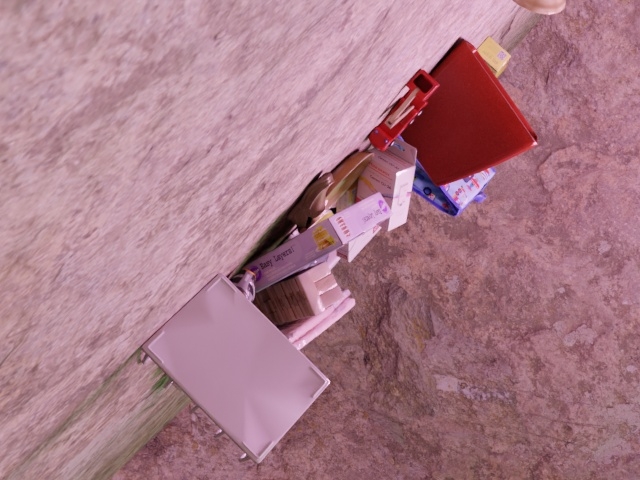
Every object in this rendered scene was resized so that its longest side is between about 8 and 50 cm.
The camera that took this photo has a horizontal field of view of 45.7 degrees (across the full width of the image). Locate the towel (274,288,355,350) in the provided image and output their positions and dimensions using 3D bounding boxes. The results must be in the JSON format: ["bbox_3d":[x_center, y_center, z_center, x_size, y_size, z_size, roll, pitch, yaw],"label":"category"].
[{"bbox_3d":[-0.118,0.221,1.771,0.331,0.054,0.317,-22,-175,34],"label":"towel"}]

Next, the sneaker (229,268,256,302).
[{"bbox_3d":[-0.178,0.129,1.540,0.083,0.084,0.215,-62,-170,-31],"label":"sneaker"}]

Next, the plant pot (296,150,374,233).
[{"bbox_3d":[0.025,-0.110,1.639,0.236,0.032,0.236,-46,176,-4],"label":"plant pot"}]

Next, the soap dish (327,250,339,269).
[{"bbox_3d":[-0.067,0.093,2.042,0.291,0.118,0.229,-43,174,-43],"label":"soap dish"}]

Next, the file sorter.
[{"bbox_3d":[-0.167,0.241,1.383,0.193,0.278,0.173,-45,180,-27],"label":"file sorter"}]

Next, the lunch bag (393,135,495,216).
[{"bbox_3d":[0.336,-0.204,2.099,0.221,0.293,0.138,-44,175,-39],"label":"lunch bag"}]

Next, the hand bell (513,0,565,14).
[{"bbox_3d":[0.432,-0.541,1.349,0.126,0.126,0.242,-44,164,-37],"label":"hand bell"}]

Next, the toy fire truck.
[{"bbox_3d":[0.165,-0.258,1.540,0.192,0.047,0.135,-47,176,19],"label":"toy fire truck"}]

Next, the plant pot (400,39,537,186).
[{"bbox_3d":[0.318,-0.270,1.729,0.235,0.267,0.267,-35,180,19],"label":"plant pot"}]

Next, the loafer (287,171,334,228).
[{"bbox_3d":[-0.010,-0.076,1.469,0.056,0.050,0.148,-46,178,-44],"label":"loafer"}]

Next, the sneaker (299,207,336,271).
[{"bbox_3d":[0.000,0.013,1.918,0.224,0.083,0.098,-49,142,-32],"label":"sneaker"}]

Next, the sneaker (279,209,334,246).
[{"bbox_3d":[-0.030,0.010,1.800,0.208,0.094,0.081,-45,177,-11],"label":"sneaker"}]

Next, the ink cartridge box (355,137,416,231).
[{"bbox_3d":[0.147,-0.137,1.729,0.067,0.115,0.198,-24,134,-35],"label":"ink cartridge box"}]

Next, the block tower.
[{"bbox_3d":[-0.078,0.128,1.678,0.097,0.091,0.335,-27,-177,-32],"label":"block tower"}]

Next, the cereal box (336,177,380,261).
[{"bbox_3d":[0.103,-0.085,1.889,0.173,0.047,0.240,-45,148,-35],"label":"cereal box"}]

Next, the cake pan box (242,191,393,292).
[{"bbox_3d":[0.000,0.000,1.594,0.245,0.070,0.267,-27,-179,33],"label":"cake pan box"}]

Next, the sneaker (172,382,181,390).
[{"bbox_3d":[-0.286,0.345,1.997,0.114,0.152,0.305,-45,175,12],"label":"sneaker"}]

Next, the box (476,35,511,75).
[{"bbox_3d":[0.481,-0.507,2.139,0.058,0.087,0.232,-48,175,9],"label":"box"}]
